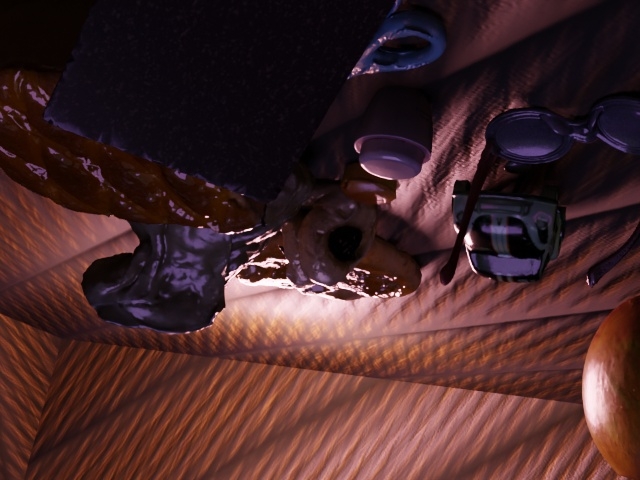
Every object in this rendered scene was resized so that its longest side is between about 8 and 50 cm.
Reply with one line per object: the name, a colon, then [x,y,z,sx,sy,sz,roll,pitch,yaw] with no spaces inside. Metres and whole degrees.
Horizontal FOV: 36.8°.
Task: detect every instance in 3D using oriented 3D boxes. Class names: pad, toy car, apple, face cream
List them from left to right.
pad: [-0.053,-0.191,0.757,0.220,0.330,0.004,21,-155,-28]
face cream: [0.089,-0.126,1.136,0.091,0.095,0.091,10,163,3]
toy car: [0.259,-0.006,1.318,0.136,0.125,0.306,6,177,16]
apple: [0.649,0.268,1.659,0.384,0.374,0.374,7,163,15]

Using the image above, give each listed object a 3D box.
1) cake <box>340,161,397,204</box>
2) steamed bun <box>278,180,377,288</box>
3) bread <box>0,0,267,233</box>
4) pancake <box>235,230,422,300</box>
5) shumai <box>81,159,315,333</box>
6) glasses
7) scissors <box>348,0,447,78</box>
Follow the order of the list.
cake: [0.070,-0.081,1.395,0.084,0.044,0.084,9,165,2]
steamed bun: [0.000,0.000,1.516,0.172,0.155,0.141,0,159,32]
bread: [-0.193,-0.159,0.962,0.279,0.207,0.279,9,156,18]
pancake: [0.010,0.058,1.832,0.387,0.082,0.387,7,165,2]
shumai: [-0.182,-0.006,1.376,0.330,0.288,0.292,7,162,20]
glasses: [0.258,-0.034,1.056,0.234,0.268,0.118,1,142,38]
scissors: [-0.006,-0.196,1.079,0.180,0.032,0.393,18,163,-21]
